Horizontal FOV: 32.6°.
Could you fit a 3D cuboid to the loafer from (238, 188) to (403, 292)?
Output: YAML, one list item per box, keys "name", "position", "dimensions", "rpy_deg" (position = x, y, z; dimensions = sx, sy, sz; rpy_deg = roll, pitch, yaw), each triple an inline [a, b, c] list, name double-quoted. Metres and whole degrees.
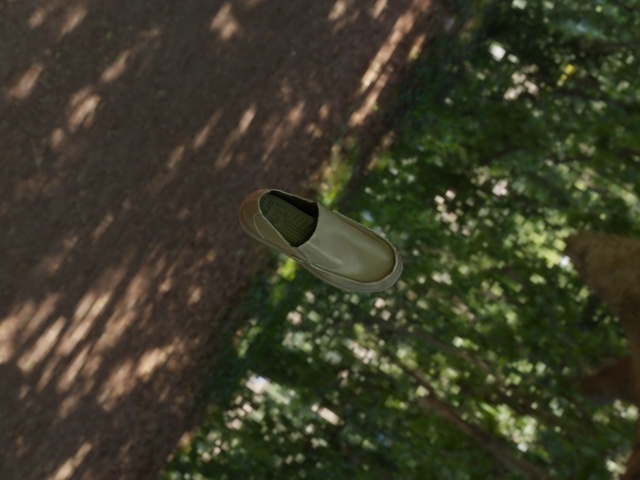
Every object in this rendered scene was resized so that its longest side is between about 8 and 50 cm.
- name: "loafer"
  position: [0.000, 0.000, 0.912]
  dimensions: [0.050, 0.148, 0.056]
  rpy_deg: [114, -2, -78]
